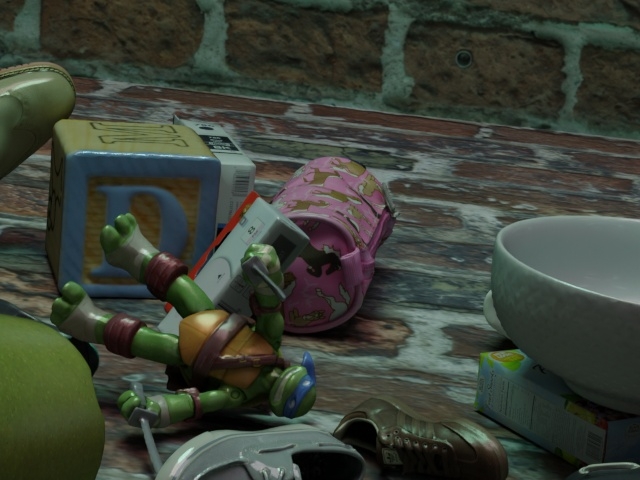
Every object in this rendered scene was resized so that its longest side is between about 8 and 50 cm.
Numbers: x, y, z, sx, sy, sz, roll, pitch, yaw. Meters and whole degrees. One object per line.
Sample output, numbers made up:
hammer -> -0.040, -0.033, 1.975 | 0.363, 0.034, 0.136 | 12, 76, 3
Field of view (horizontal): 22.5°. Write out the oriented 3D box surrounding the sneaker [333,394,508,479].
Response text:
sneaker -> 0.092, 0.202, 1.528 | 0.071, 0.066, 0.188 | -27, 26, -35

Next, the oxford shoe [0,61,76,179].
oxford shoe -> -0.466, -0.087, 2.063 | 0.397, 0.140, 0.146 | -37, 38, -15

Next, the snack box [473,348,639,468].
snack box -> 0.291, 0.170, 1.678 | 0.175, 0.070, 0.207 | -4, 16, -33

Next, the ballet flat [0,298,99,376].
ballet flat -> -0.326, 0.106, 1.692 | 0.203, 0.074, 0.074 | 17, 18, 30

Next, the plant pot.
plant pot -> -0.304, 0.149, 1.217 | 0.276, 0.276, 0.254 | 13, 5, 26

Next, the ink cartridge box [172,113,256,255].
ink cartridge box -> -0.156, -0.065, 2.224 | 0.065, 0.165, 0.332 | 2, 16, -16

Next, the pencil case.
pencil case -> 0.000, 0.000, 2.062 | 0.160, 0.167, 0.386 | 44, 16, -4

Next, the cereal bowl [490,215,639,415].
cereal bowl -> 0.332, 0.083, 1.609 | 0.339, 0.141, 0.339 | 5, 16, -1

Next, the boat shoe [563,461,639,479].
boat shoe -> 0.335, 0.241, 1.335 | 0.303, 0.114, 0.091 | 11, 21, 18

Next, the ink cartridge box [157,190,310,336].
ink cartridge box -> -0.119, 0.029, 1.848 | 0.066, 0.189, 0.232 | 37, 2, -28

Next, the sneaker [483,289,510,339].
sneaker -> 0.337, 0.099, 1.873 | 0.321, 0.126, 0.127 | 4, 6, 39

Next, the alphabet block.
alphabet block -> -0.244, -0.042, 2.058 | 0.194, 0.192, 0.197 | 4, 16, -16

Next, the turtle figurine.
turtle figurine -> -0.135, 0.079, 1.563 | 0.266, 0.197, 0.275 | 28, 18, 23

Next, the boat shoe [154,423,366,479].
boat shoe -> -0.046, 0.205, 1.393 | 0.081, 0.079, 0.227 | 12, 12, 39
